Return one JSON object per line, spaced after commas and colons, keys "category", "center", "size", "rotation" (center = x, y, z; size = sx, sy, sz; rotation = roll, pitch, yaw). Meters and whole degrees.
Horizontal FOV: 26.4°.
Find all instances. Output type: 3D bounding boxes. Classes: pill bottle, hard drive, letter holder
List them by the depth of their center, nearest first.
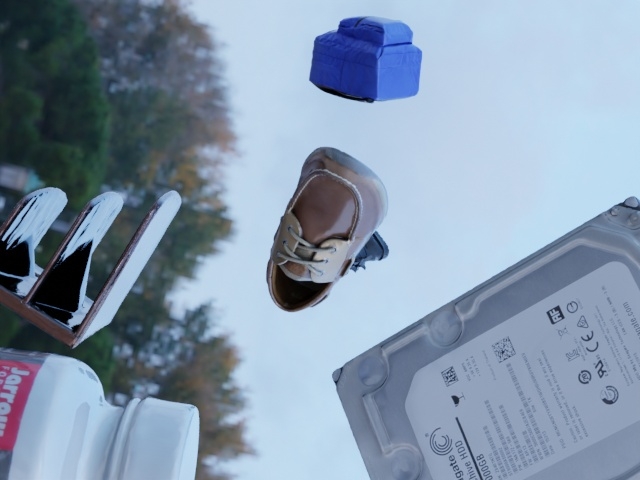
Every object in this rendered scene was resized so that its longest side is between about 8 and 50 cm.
{"category": "pill bottle", "center": [-0.252, 0.159, 0.958], "size": [0.176, 0.318, 0.176], "rotation": [7, 90, -89]}
{"category": "hard drive", "center": [0.190, 0.144, 1.213], "size": [0.339, 0.064, 0.237], "rotation": [-32, -118, 22]}
{"category": "letter holder", "center": [-0.295, -0.007, 1.726], "size": [0.214, 0.152, 0.302], "rotation": [-57, -178, 1]}

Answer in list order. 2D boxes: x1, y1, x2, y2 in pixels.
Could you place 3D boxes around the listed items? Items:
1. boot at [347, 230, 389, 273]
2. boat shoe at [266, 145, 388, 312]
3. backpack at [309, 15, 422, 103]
{"category": "boot", "center": [0.038, -0.002, 2.089], "size": [0.121, 0.099, 0.045], "rotation": [51, -45, 27]}
{"category": "boat shoe", "center": [0.000, 0.000, 1.699], "size": [0.116, 0.123, 0.324], "rotation": [-60, 172, -27]}
{"category": "backpack", "center": [0.051, -0.218, 1.633], "size": [0.120, 0.098, 0.101], "rotation": [15, -77, 39]}
